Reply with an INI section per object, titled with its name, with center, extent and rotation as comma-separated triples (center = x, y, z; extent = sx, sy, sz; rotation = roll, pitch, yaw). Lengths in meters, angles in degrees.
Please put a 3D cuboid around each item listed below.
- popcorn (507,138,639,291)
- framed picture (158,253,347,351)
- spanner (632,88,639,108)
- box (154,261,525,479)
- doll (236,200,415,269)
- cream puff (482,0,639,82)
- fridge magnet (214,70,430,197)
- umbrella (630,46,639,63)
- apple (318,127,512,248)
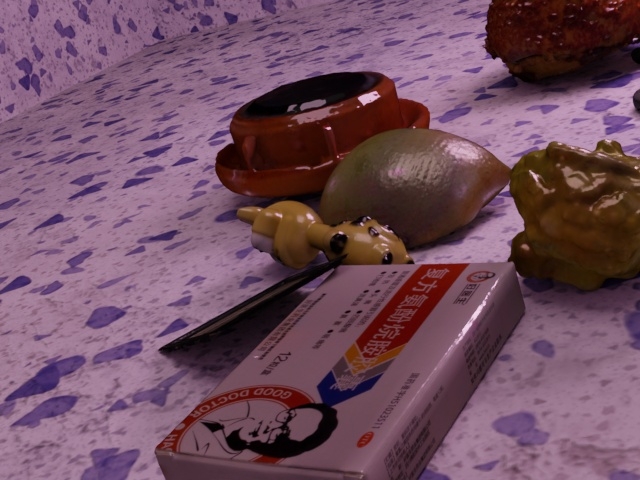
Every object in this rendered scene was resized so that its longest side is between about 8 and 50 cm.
[popcorn]
center = 0.283, -0.026, 0.996
extent = 0.197, 0.156, 0.197
rotation = -1, 7, 0
[framed picture]
center = -0.079, 0.076, 1.107
extent = 0.195, 0.010, 0.199
rotation = -28, 2, -27
[spanner]
center = 0.606, -0.266, 1.532
extent = 0.325, 0.026, 0.093
rotation = -29, 23, -34
[box]
center = 0.034, 0.126, 0.909
extent = 0.214, 0.069, 0.353
rotation = -2, 27, 33
[doll]
center = 0.000, 0.001, 1.203
extent = 0.291, 0.117, 0.086
rotation = 15, 80, 48
[cream puff]
center = 0.452, -0.431, 1.756
extent = 0.350, 0.229, 0.350
rotation = -24, 11, 5
[fridge magnet]
center = -0.001, -0.174, 1.567
extent = 0.363, 0.155, 0.364
rotation = -13, 20, 5
[umbrella]
center = 0.593, -0.317, 1.659
extent = 0.036, 0.031, 0.133
rotation = -25, 23, -17
[apple]
center = 0.098, -0.066, 1.282
extent = 0.265, 0.120, 0.193
rotation = -3, 35, 38
